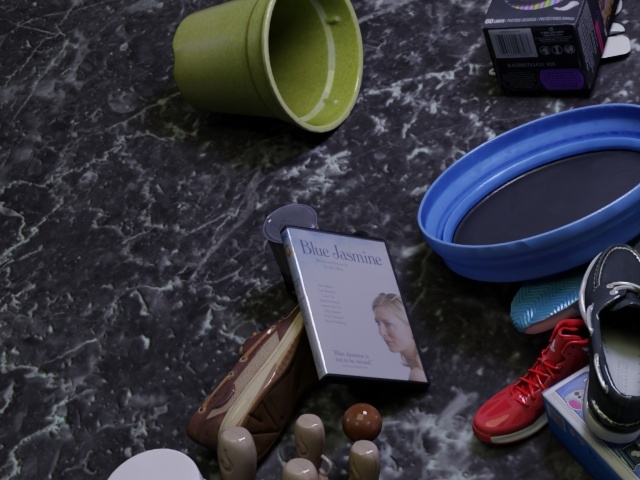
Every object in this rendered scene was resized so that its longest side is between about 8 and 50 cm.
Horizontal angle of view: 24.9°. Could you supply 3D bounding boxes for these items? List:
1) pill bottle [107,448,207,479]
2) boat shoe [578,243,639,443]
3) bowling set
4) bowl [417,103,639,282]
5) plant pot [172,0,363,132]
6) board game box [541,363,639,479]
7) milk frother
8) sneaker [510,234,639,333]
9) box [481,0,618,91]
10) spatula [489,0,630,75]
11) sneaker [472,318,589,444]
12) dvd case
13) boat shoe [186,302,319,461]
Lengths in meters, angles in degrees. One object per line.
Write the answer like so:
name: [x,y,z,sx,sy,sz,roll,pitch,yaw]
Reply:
pill bottle: [-0.167,0.382,1.776,0.153,0.264,0.153,-10,44,10]
boat shoe: [0.389,0.110,1.834,0.114,0.091,0.302,7,49,-2]
bowling set: [0.021,0.321,1.888,0.200,0.154,0.287,-27,38,-36]
bowl: [0.335,-0.070,2.115,0.391,0.077,0.391,-21,24,10]
plant pot: [-0.108,-0.317,2.502,0.254,0.276,0.276,-1,45,36]
board game box: [0.491,0.231,1.821,0.302,0.086,0.308,-29,43,-11]
milk frother: [0.000,0.000,2.203,0.129,0.134,0.143,3,47,22]
sneaker: [0.364,0.071,2.025,0.229,0.092,0.087,-32,42,-18]
box: [0.392,-0.391,2.429,0.165,0.143,0.270,2,47,26]
spatula: [0.404,-0.347,2.497,0.242,0.019,0.168,-9,45,12]
sneaker: [0.290,0.173,1.923,0.221,0.128,0.087,-30,43,-13]
dvd case: [0.049,0.094,2.046,0.180,0.022,0.253,8,50,-33]
boat shoe: [-0.068,0.168,2.072,0.123,0.123,0.342,14,55,35]
